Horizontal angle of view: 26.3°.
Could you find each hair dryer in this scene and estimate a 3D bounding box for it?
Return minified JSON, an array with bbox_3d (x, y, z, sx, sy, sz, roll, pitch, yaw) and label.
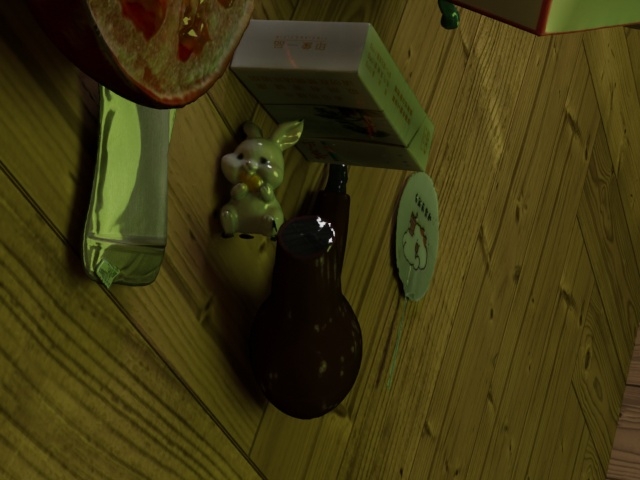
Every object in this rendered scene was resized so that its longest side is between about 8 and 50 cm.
[{"bbox_3d":[0.000,0.000,1.513,0.312,0.123,0.340,92,6,-49],"label":"hair dryer"}]

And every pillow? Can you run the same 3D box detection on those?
[{"bbox_3d":[-0.169,-0.072,1.231,0.131,0.038,0.232,2,92,-62],"label":"pillow"}]

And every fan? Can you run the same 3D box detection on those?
[{"bbox_3d":[0.122,0.055,1.922,0.191,0.009,0.329,50,47,-59],"label":"fan"}]

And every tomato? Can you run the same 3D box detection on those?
[{"bbox_3d":[-0.160,-0.272,1.081,0.338,0.144,0.338,10,90,-68],"label":"tomato"}]

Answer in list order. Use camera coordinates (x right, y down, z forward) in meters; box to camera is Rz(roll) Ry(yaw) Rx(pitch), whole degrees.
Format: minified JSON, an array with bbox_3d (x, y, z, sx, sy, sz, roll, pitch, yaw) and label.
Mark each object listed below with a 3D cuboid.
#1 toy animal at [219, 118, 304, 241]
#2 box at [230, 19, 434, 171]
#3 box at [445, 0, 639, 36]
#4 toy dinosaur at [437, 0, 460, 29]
[{"bbox_3d":[-0.063,-0.064,1.422,0.085,0.071,0.124,-15,109,-63],"label":"toy animal"},{"bbox_3d":[0.019,-0.155,1.492,0.233,0.149,0.067,47,56,-58],"label":"box"},{"bbox_3d":[0.237,-0.410,1.484,0.300,0.314,0.312,-15,125,-46],"label":"box"},{"bbox_3d":[0.080,-0.433,1.651,0.331,0.129,0.383,24,72,-55],"label":"toy dinosaur"}]
